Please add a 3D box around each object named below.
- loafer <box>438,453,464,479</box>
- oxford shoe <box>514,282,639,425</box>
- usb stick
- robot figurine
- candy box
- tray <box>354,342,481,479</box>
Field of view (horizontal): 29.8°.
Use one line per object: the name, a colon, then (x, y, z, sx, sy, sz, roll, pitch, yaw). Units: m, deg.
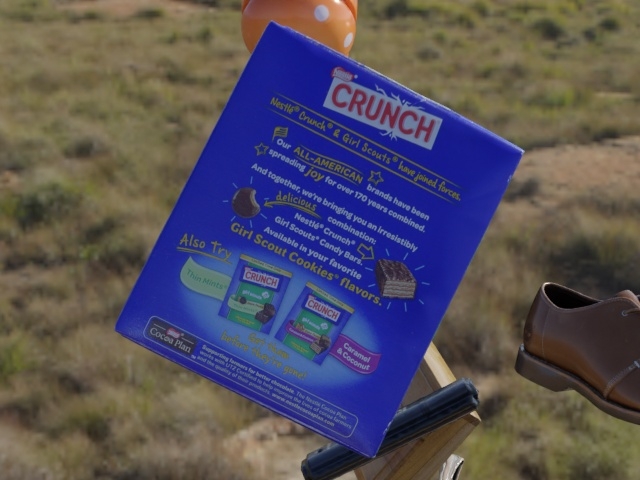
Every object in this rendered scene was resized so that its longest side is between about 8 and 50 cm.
loafer: (0.211, 0.399, 1.975, 0.039, 0.045, 0.125, 7, 40, 8)
oxford shoe: (0.212, 0.075, 0.785, 0.076, 0.076, 0.212, -2, 13, -39)
usb stick: (0.101, 0.274, 1.727, 0.278, 0.045, 0.077, -27, 13, 4)
robot figurine: (-0.021, -0.268, 1.308, 0.128, 0.158, 0.219, 7, 59, -7)
candy box: (0.000, 0.000, 1.131, 0.268, 0.317, 0.122, 27, -2, -2)
tray: (0.103, 0.238, 1.973, 0.076, 0.203, 0.411, 33, 13, -26)
